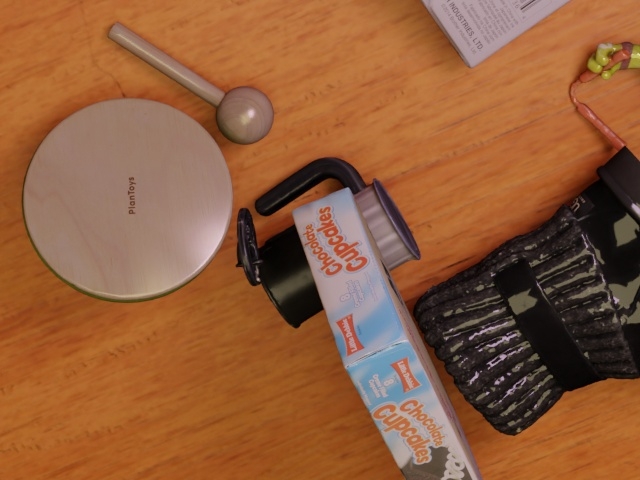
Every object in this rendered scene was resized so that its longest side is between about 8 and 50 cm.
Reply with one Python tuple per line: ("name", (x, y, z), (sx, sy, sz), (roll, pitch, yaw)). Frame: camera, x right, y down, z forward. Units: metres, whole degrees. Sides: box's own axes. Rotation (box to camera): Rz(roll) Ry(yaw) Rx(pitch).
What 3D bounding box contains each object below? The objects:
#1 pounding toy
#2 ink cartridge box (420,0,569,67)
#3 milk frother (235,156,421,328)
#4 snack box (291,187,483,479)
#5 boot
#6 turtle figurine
("pounding toy", (-0.160, -0.048, 1.503), (0.183, 0.110, 0.237), (25, 75, 2))
("ink cartridge box", (0.204, -0.304, 1.414), (0.311, 0.065, 0.186), (-33, 130, 10))
("milk frother", (0.000, 0.000, 1.487), (0.134, 0.143, 0.129), (-31, 98, 9))
("snack box", (0.072, 0.127, 1.440), (0.060, 0.187, 0.322), (-24, 134, 3))
("boot", (0.279, 0.111, 1.538), (0.260, 0.131, 0.348), (-41, 100, 8))
("turtle figurine", (0.370, -0.165, 1.473), (0.269, 0.087, 0.217), (17, 129, 10))
